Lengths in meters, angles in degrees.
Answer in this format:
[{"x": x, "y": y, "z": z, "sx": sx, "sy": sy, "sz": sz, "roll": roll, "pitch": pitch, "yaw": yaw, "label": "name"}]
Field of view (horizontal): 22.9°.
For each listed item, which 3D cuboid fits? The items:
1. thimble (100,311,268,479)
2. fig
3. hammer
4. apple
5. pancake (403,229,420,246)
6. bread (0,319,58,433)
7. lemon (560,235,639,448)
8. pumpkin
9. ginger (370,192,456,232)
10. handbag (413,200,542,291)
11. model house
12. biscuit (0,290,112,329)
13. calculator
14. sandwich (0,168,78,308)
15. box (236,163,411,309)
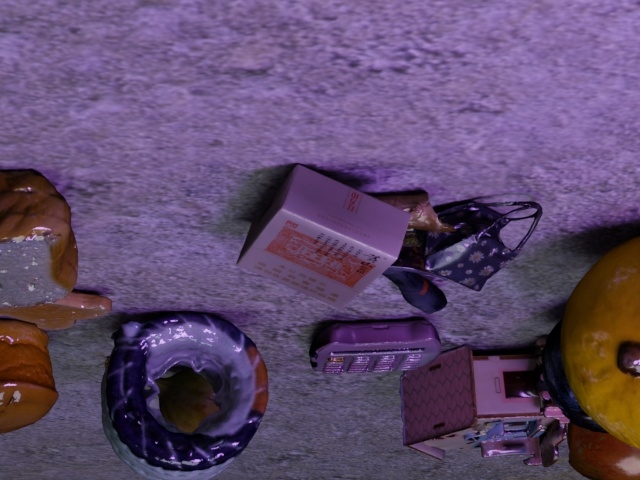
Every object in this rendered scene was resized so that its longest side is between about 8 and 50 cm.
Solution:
[{"x": -0.194, "y": 0.211, "z": 2.161, "sx": 0.237, "sy": 0.237, "sz": 0.150, "roll": 2, "pitch": 158, "yaw": -16, "label": "thimble"}, {"x": -0.223, "y": 0.236, "z": 2.416, "sx": 0.245, "sy": 0.149, "sz": 0.149, "roll": 29, "pitch": 153, "yaw": -14, "label": "fig"}, {"x": 0.113, "y": 0.049, "z": 1.968, "sx": 0.137, "sy": 0.037, "sz": 0.290, "roll": 0, "pitch": 167, "yaw": 18, "label": "hammer"}, {"x": 0.470, "y": 0.274, "z": 2.445, "sx": 0.207, "sy": 0.237, "sz": 0.237, "roll": -6, "pitch": 163, "yaw": 30, "label": "apple"}, {"x": 0.110, "y": 0.001, "z": 1.885, "sx": 0.115, "sy": 0.011, "sz": 0.115, "roll": -3, "pitch": 162, "yaw": -1, "label": "pancake"}, {"x": -0.477, "y": 0.201, "z": 2.195, "sx": 0.195, "sy": 0.142, "sz": 0.270, "roll": 12, "pitch": 155, "yaw": -39, "label": "bread"}, {"x": 0.433, "y": 0.124, "z": 1.893, "sx": 0.297, "sy": 0.297, "sz": 0.297, "roll": -3, "pitch": 162, "yaw": -1, "label": "lemon"}, {"x": 0.429, "y": 0.173, "z": 2.227, "sx": 0.233, "sy": 0.163, "sz": 0.233, "roll": -6, "pitch": 151, "yaw": -3, "label": "pumpkin"}, {"x": 0.082, "y": -0.033, "z": 1.733, "sx": 0.137, "sy": 0.044, "sz": 0.057, "roll": 4, "pitch": -169, "yaw": -3, "label": "ginger"}, {"x": 0.189, "y": -0.008, "z": 1.788, "sx": 0.139, "sy": 0.072, "sz": 0.115, "roll": -29, "pitch": 146, "yaw": 32, "label": "handbag"}, {"x": 0.248, "y": 0.268, "z": 2.488, "sx": 0.244, "sy": 0.169, "sz": 0.326, "roll": 1, "pitch": 163, "yaw": -7, "label": "model house"}, {"x": -0.378, "y": 0.072, "z": 1.989, "sx": 0.153, "sy": 0.030, "sz": 0.234, "roll": -20, "pitch": 155, "yaw": 39, "label": "biscuit"}, {"x": 0.079, "y": 0.160, "z": 2.336, "sx": 0.194, "sy": 0.043, "sz": 0.294, "roll": -3, "pitch": 166, "yaw": -4, "label": "calculator"}, {"x": -0.376, "y": 0.005, "z": 1.695, "sx": 0.226, "sy": 0.087, "sz": 0.251, "roll": -2, "pitch": 162, "yaw": -6, "label": "sandwich"}, {"x": 0.000, "y": 0.000, "z": 1.718, "sx": 0.141, "sy": 0.058, "sz": 0.201, "roll": 24, "pitch": 156, "yaw": -9, "label": "box"}]
